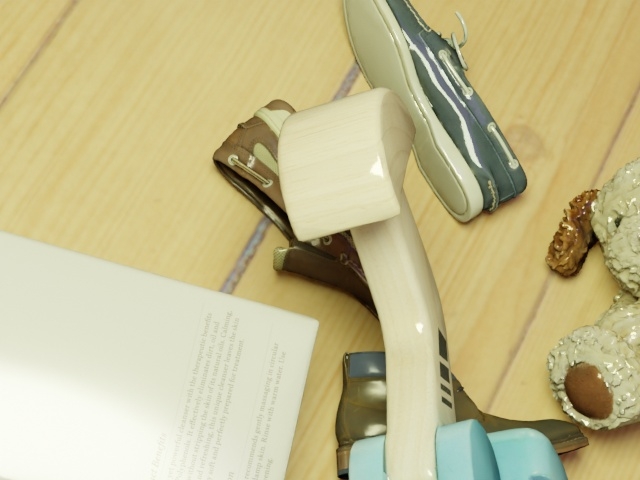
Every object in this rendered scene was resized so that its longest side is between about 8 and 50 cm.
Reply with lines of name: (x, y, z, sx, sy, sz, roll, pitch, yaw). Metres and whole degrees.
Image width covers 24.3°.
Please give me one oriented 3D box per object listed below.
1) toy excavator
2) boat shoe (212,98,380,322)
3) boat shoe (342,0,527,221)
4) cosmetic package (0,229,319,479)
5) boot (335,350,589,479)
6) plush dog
toy excavator: (0.083, 0.171, 1.099, 0.222, 0.433, 0.445, -16, 51, 17)
boat shoe: (0.000, 0.003, 1.285, 0.095, 0.095, 0.257, -34, 72, -13)
boat shoe: (0.105, -0.143, 1.356, 0.079, 0.095, 0.254, -26, 79, -19)
cosmetic package: (-0.205, 0.118, 1.149, 0.365, 0.155, 0.197, 17, 66, -6)
boot: (0.118, 0.141, 1.259, 0.219, 0.082, 0.106, -2, 73, -12)
plush dog: (0.324, 0.027, 1.299, 0.210, 0.262, 0.225, 3, 67, -56)
